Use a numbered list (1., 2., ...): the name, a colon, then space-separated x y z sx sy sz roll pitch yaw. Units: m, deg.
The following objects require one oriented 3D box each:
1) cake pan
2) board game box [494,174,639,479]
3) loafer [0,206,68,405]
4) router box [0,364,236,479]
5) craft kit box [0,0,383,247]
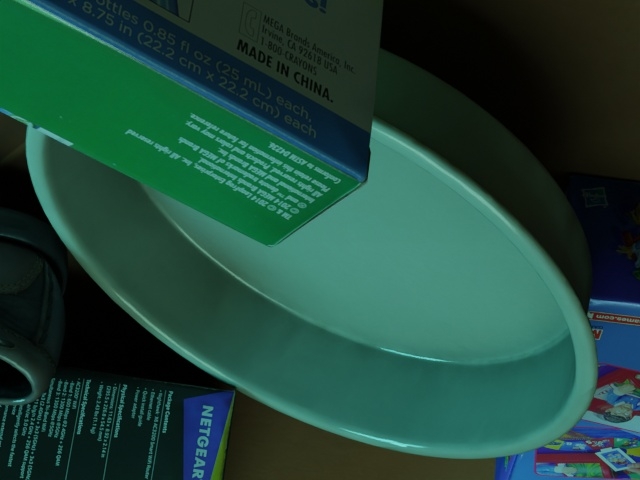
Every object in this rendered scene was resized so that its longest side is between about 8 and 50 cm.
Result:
1. cake pan: 0.000 0.000 0.815 0.293 0.054 0.293 21 149 13
2. board game box: 0.284 0.085 0.932 0.347 0.078 0.233 7 144 -1
3. loafer: -0.276 0.033 0.849 0.303 0.095 0.109 1 139 -12
4. router box: -0.181 0.153 1.039 0.243 0.081 0.309 8 158 -2
5. craft kit box: -0.087 -0.155 0.524 0.250 0.246 0.061 28 142 -26
